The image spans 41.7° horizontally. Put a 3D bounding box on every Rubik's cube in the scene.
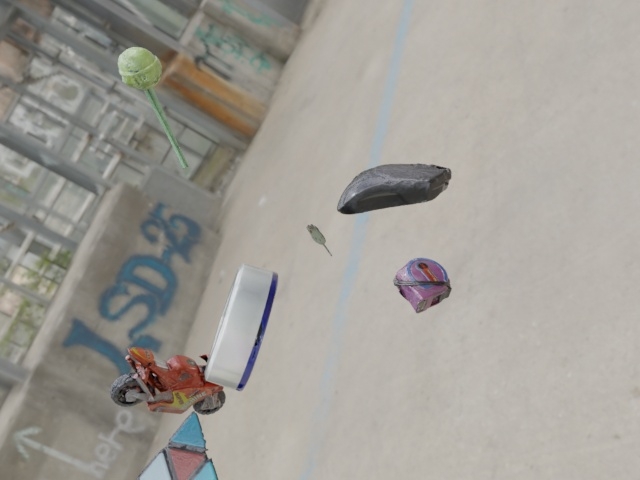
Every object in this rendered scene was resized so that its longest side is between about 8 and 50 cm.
[{"bbox_3d":[-0.263,0.548,1.673,0.250,0.234,0.284,-29,-38,-33],"label":"Rubik's cube"}]

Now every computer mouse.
[{"bbox_3d":[0.127,-0.100,1.495,0.217,0.073,0.122,-8,15,24],"label":"computer mouse"}]

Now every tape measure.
[{"bbox_3d":[0.234,0.101,1.942,0.118,0.125,0.074,53,145,34],"label":"tape measure"}]

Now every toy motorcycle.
[{"bbox_3d":[-0.337,0.329,1.953,0.171,0.298,0.089,-58,39,21],"label":"toy motorcycle"}]

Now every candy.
[{"bbox_3d":[-0.369,-0.293,1.929,0.093,0.335,0.092,-27,42,-10],"label":"candy"}]

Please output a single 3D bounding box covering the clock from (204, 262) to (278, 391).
[{"bbox_3d":[-0.147,0.159,1.553,0.230,0.083,0.230,-164,90,-83],"label":"clock"}]

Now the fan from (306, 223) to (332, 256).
[{"bbox_3d":[0.000,0.000,1.748,0.004,0.083,0.056,-40,10,-21],"label":"fan"}]
